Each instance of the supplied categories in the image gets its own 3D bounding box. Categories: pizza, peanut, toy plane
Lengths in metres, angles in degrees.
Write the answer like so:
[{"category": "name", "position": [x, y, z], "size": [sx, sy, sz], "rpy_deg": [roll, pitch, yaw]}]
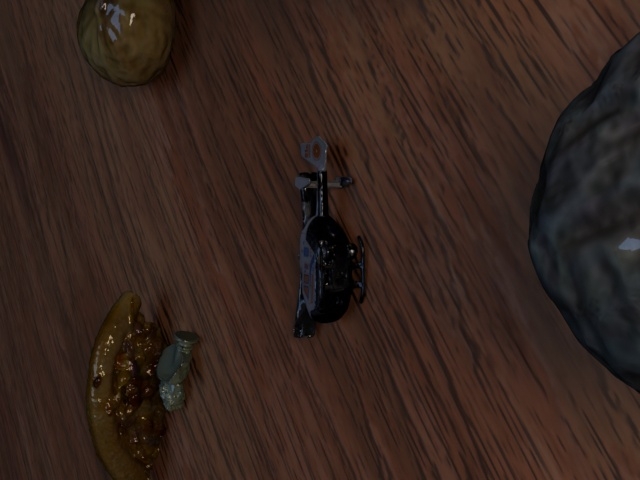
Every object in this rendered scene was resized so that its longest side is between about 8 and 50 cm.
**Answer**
[{"category": "pizza", "position": [-0.232, 0.186, 1.118], "size": [0.058, 0.127, 0.247], "rpy_deg": [5, 85, 29]}, {"category": "peanut", "position": [-0.236, -0.260, 1.122], "size": [0.159, 0.109, 0.141], "rpy_deg": [6, 84, 62]}, {"category": "toy plane", "position": [0.000, -0.001, 0.873], "size": [0.078, 0.053, 0.197], "rpy_deg": [5, 98, 60]}]

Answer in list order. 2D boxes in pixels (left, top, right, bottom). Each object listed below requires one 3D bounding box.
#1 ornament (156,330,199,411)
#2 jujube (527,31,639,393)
[{"category": "ornament", "position": [-0.173, 0.152, 1.092], "size": [0.068, 0.041, 0.092], "rpy_deg": [-99, 27, -42]}, {"category": "jujube", "position": [0.247, -0.042, 0.439], "size": [0.317, 0.226, 0.226], "rpy_deg": [-43, 58, 48]}]
